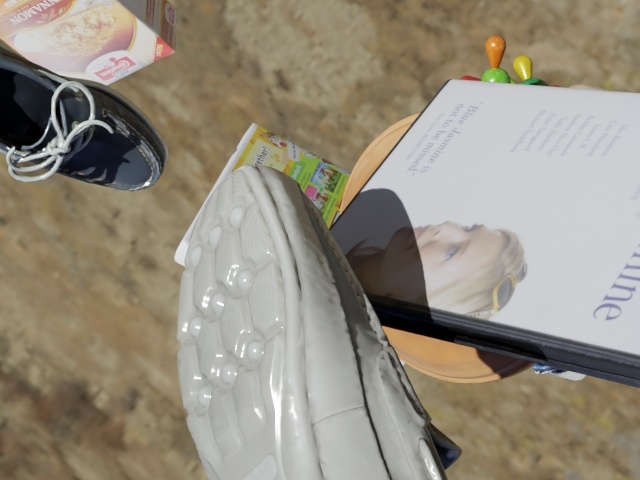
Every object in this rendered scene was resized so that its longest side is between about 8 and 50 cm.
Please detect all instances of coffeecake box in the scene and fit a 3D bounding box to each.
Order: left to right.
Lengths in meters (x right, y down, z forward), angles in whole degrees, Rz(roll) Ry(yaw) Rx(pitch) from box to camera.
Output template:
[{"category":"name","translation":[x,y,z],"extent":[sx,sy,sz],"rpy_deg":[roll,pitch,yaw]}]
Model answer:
[{"category":"coffeecake box","translation":[-0.267,-0.249,1.604],"extent":[0.142,0.068,0.185],"rpy_deg":[-22,140,28]}]

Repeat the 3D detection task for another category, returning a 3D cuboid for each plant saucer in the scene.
[{"category":"plant saucer","translation":[0.091,0.006,1.054],"extent":[0.200,0.037,0.199],"rpy_deg":[8,104,34]}]

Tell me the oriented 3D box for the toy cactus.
[{"category":"toy cactus","translation":[0.230,-0.149,1.547],"extent":[0.181,0.112,0.219],"rpy_deg":[4,-175,-4]}]

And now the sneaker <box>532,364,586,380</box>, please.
[{"category":"sneaker","translation":[0.263,0.136,1.746],"extent":[0.135,0.052,0.058],"rpy_deg":[32,-153,-27]}]

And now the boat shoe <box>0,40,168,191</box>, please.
[{"category":"boat shoe","translation":[-0.230,-0.102,1.216],"extent":[0.254,0.095,0.079],"rpy_deg":[35,-162,-32]}]

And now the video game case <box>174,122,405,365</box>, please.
[{"category":"video game case","translation":[0.000,0.000,1.295],"extent":[0.206,0.227,0.026],"rpy_deg":[27,123,-2]}]

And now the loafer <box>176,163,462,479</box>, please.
[{"category":"loafer","translation":[0.009,0.107,0.732],"extent":[0.111,0.319,0.112],"rpy_deg":[7,146,-37]}]

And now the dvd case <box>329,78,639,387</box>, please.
[{"category":"dvd case","translation":[0.119,-0.015,0.805],"extent":[0.253,0.180,0.022],"rpy_deg":[11,143,45]}]
